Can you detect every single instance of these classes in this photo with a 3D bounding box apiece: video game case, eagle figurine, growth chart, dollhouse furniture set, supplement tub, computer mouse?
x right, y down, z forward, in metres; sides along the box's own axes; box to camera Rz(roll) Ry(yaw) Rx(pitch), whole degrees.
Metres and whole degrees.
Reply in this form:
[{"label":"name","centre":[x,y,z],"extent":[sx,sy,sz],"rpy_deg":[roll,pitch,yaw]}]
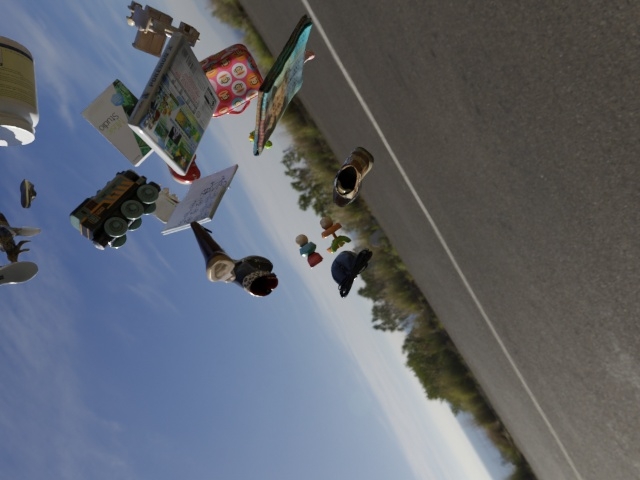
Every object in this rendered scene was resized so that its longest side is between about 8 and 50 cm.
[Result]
[{"label":"video game case","centre":[-0.424,-0.393,1.308],"extent":[0.036,0.299,0.329],"rpy_deg":[19,168,9]},{"label":"eagle figurine","centre":[-1.241,-0.034,1.611],"extent":[0.225,0.227,0.298],"rpy_deg":[-91,-13,-45]},{"label":"growth chart","centre":[-0.799,-0.171,2.245],"extent":[0.237,0.172,0.021],"rpy_deg":[51,180,-38]},{"label":"dollhouse furniture set","centre":[-0.594,-0.768,1.711],"extent":[0.303,0.173,0.355],"rpy_deg":[5,-147,-46]},{"label":"supplement tub","centre":[-1.138,-0.522,1.528],"extent":[0.235,0.236,0.324],"rpy_deg":[38,-137,-81]},{"label":"computer mouse","centre":[0.090,0.090,1.557],"extent":[0.072,0.188,0.272],"rpy_deg":[31,-178,-8]}]

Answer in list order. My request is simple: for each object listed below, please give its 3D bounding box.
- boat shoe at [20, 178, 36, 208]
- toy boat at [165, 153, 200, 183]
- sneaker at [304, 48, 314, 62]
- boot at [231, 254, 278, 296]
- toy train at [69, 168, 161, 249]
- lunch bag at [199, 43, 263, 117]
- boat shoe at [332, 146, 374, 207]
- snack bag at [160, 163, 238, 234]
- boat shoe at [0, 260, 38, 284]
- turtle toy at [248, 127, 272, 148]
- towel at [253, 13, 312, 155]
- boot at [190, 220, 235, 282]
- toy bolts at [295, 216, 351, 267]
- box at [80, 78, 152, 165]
[{"label":"boat shoe","centre":[-1.135,-0.181,1.691],"extent":[0.049,0.056,0.152],"rpy_deg":[19,-145,-49]},{"label":"toy boat","centre":[-0.676,-0.401,2.167],"extent":[0.151,0.151,0.230],"rpy_deg":[-30,-82,-51]},{"label":"sneaker","centre":[-0.070,-0.664,1.597],"extent":[0.134,0.051,0.070],"rpy_deg":[-16,-91,-44]},{"label":"boot","centre":[-0.322,0.176,2.191],"extent":[0.284,0.138,0.378],"rpy_deg":[21,-171,38]},{"label":"toy train","centre":[-0.741,-0.122,1.587],"extent":[0.190,0.333,0.142],"rpy_deg":[35,146,-8]},{"label":"lunch bag","centre":[-0.392,-0.666,1.857],"extent":[0.258,0.293,0.120],"rpy_deg":[63,180,-42]},{"label":"boat shoe","centre":[0.104,-0.237,1.744],"extent":[0.123,0.120,0.324],"rpy_deg":[34,147,8]},{"label":"snack bag","centre":[-0.515,-0.185,1.868],"extent":[0.037,0.323,0.342],"rpy_deg":[48,-135,-35]},{"label":"boat shoe","centre":[-1.133,0.126,1.532],"extent":[0.229,0.076,0.080],"rpy_deg":[-32,-53,-53]},{"label":"turtle toy","centre":[-0.304,-0.515,2.211],"extent":[0.130,0.095,0.066],"rpy_deg":[27,148,-1]},{"label":"towel","centre":[-0.115,-0.465,1.318],"extent":[0.271,0.040,0.369],"rpy_deg":[109,-179,-59]},{"label":"boot","centre":[-0.350,0.027,1.339],"extent":[0.206,0.090,0.248],"rpy_deg":[52,169,11]},{"label":"toy bolts","centre":[0.000,0.000,1.991],"extent":[0.158,0.229,0.218],"rpy_deg":[55,179,-1]},{"label":"box","centre":[-0.884,-0.534,1.985],"extent":[0.322,0.232,0.058],"rpy_deg":[46,-178,-15]}]
